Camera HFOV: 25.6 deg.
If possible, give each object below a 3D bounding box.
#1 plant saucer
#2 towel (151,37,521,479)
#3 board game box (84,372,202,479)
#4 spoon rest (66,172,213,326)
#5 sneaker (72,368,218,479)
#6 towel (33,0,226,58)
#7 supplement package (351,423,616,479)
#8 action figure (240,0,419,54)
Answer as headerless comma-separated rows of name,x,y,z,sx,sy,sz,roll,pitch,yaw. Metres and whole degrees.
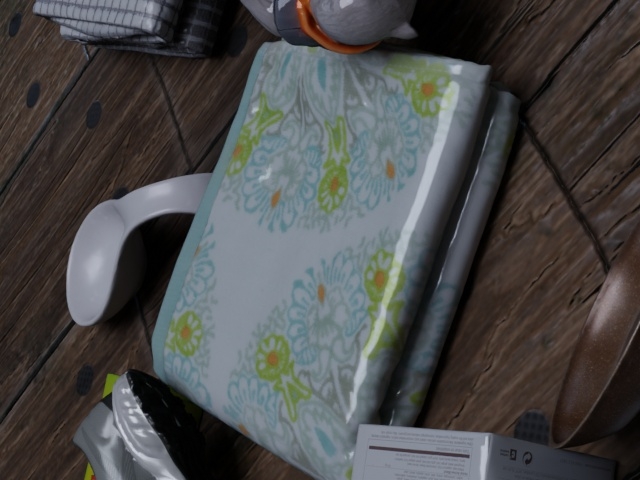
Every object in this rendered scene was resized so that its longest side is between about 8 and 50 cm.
plant saucer,0.208,0.053,0.927,0.198,0.036,0.199,25,-90,-88
towel,0.000,0.000,1.239,0.320,0.090,0.374,23,95,54
board game box,-0.179,0.228,1.377,0.043,0.092,0.181,6,82,53
spoon rest,-0.202,-0.001,1.501,0.276,0.084,0.137,-31,54,41
sneaker,-0.135,0.250,1.265,0.108,0.100,0.271,-40,61,14
towel,-0.195,-0.329,1.591,0.283,0.121,0.235,14,90,51
supplement package,0.099,0.260,0.975,0.139,0.134,0.244,-4,74,51
action figure,0.041,-0.258,1.221,0.330,0.341,0.178,-108,5,-59
